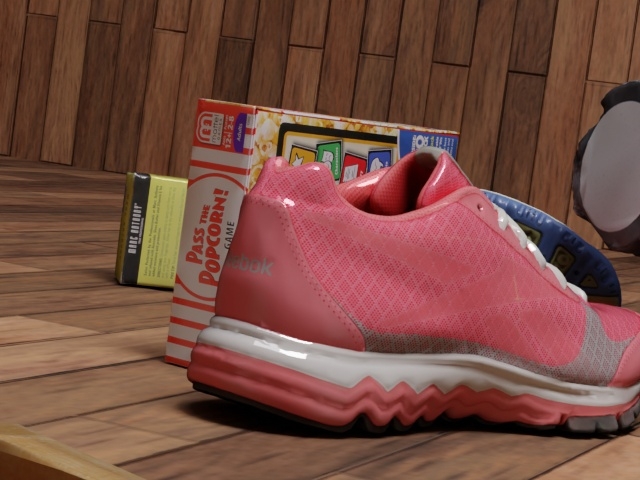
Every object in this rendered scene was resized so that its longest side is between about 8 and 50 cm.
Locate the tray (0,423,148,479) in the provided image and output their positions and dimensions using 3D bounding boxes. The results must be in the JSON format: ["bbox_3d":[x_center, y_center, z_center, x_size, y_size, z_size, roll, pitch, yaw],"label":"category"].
[{"bbox_3d":[-0.166,0.075,0.182,0.411,0.076,0.203,6,4,-39],"label":"tray"}]

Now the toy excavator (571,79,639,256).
[{"bbox_3d":[0.375,-0.069,0.930,0.222,0.445,0.433,10,34,-26],"label":"toy excavator"}]

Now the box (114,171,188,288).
[{"bbox_3d":[-0.036,0.003,1.367,0.232,0.087,0.058,6,4,-10],"label":"box"}]

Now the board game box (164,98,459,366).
[{"bbox_3d":[0.000,0.000,1.031,0.045,0.147,0.193,11,5,38],"label":"board game box"}]

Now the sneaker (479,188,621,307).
[{"bbox_3d":[0.071,0.013,1.241,0.296,0.112,0.131,10,4,23],"label":"sneaker"}]

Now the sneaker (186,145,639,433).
[{"bbox_3d":[0.076,0.023,0.913,0.314,0.136,0.116,4,5,-45],"label":"sneaker"}]
